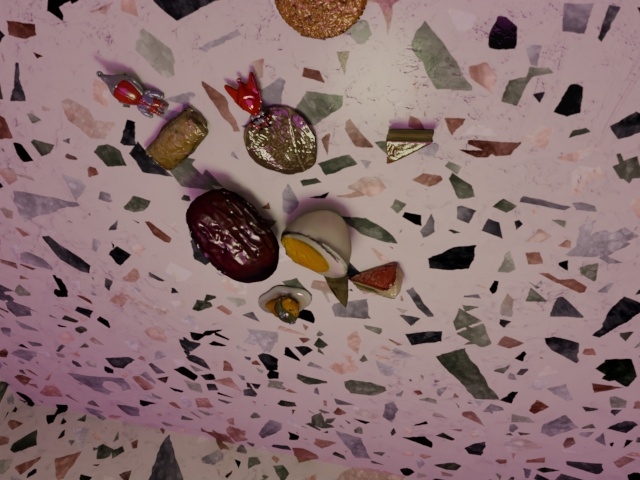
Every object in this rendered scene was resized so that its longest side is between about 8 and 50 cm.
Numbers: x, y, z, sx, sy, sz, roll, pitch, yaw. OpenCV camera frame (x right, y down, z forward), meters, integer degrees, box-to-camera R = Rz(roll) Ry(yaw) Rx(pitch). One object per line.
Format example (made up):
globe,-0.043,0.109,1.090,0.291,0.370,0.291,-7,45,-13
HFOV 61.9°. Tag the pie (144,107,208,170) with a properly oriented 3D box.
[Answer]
pie,-0.481,-0.325,1.771,0.128,0.068,0.282,41,133,-21

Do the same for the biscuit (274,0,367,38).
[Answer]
biscuit,-0.005,-0.638,1.366,0.254,0.035,0.254,8,134,9

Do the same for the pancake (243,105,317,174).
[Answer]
pancake,-0.128,-0.313,1.706,0.250,0.031,0.250,8,134,8

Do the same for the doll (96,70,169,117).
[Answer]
doll,-0.588,-0.460,1.665,0.227,0.075,0.102,26,120,-23

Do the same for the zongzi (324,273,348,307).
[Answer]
zongzi,0.047,0.137,1.980,0.081,0.178,0.189,-26,122,13

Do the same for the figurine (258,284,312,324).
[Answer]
figurine,-0.163,0.294,2.210,0.250,0.141,0.166,-23,124,32

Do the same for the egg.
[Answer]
egg,0.004,0.002,1.879,0.264,0.174,0.286,31,154,2

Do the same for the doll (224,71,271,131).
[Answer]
doll,-0.209,-0.411,1.609,0.109,0.057,0.169,-15,112,28

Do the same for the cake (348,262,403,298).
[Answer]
cake,0.208,0.173,2.011,0.220,0.117,0.086,-21,130,29

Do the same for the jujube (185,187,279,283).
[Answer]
jujube,-0.307,-0.014,1.899,0.258,0.258,0.377,-25,109,33

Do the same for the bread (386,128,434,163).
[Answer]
bread,0.268,-0.281,1.599,0.139,0.074,0.084,2,132,11
